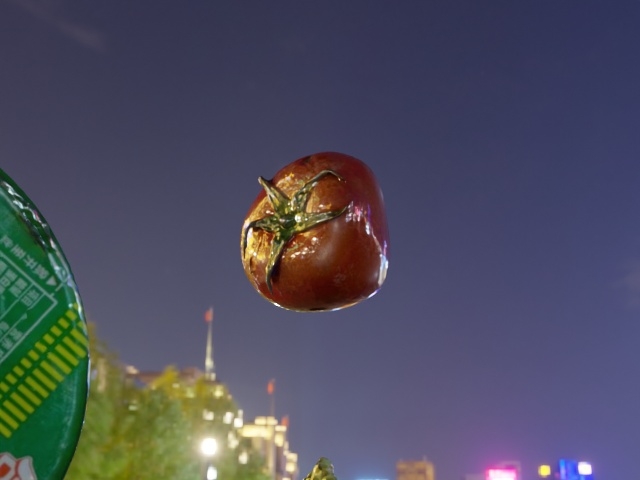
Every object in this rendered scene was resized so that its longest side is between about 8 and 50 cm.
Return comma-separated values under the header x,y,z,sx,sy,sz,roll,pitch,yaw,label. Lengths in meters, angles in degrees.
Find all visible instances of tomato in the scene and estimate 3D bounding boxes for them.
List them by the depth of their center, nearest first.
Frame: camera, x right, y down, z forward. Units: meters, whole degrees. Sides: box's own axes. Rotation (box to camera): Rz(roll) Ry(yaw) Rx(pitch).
x,y,z,sx,sy,sz,roll,pitch,yaw,label
0.000,0.000,0.951,0.167,0.167,0.167,1,-21,0,tomato

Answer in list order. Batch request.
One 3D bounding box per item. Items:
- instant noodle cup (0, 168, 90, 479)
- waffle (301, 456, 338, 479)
x,y,z,sx,sy,sz,roll,pitch,yaw,label
-0.204,0.036,0.446,0.206,0.207,0.232,4,4,-9,instant noodle cup
-0.003,0.460,1.438,0.054,0.208,0.214,10,-53,-22,waffle
